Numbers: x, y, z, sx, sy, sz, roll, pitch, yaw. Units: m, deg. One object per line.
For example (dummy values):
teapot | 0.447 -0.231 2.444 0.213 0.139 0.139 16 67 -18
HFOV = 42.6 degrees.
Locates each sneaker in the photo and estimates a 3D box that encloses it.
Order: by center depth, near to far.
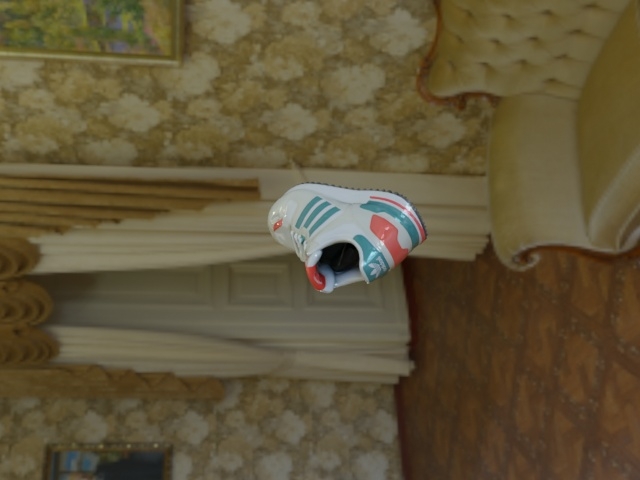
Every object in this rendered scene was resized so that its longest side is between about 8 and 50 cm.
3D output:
sneaker | 0.000 0.000 0.621 0.161 0.075 0.057 5 132 47
